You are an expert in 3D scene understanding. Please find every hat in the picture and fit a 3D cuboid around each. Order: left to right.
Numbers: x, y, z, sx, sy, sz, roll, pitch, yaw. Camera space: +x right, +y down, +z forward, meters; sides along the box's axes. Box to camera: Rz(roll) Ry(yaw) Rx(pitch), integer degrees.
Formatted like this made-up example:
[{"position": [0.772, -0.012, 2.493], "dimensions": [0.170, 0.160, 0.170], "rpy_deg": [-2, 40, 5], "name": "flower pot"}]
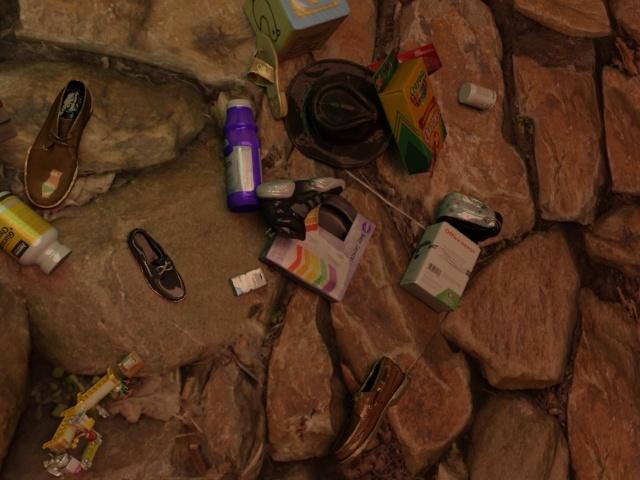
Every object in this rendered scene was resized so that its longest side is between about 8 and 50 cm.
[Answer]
[{"position": [0.068, -0.359, 1.452], "dimensions": [0.332, 0.134, 0.331], "rpy_deg": [0, 92, -11], "name": "hat"}]

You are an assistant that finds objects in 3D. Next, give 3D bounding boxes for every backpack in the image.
[{"position": [0.447, -0.069, 1.623], "dimensions": [0.182, 0.152, 0.115], "rpy_deg": [20, 68, -7], "name": "backpack"}]

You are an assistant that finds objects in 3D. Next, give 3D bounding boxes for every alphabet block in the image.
[{"position": [-0.068, -0.633, 1.447], "dimensions": [0.193, 0.197, 0.192], "rpy_deg": [-26, 92, -26], "name": "alphabet block"}]

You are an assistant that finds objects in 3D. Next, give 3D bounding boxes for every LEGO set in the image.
[{"position": [-0.475, 0.383, 1.145], "dimensions": [0.107, 0.132, 0.287], "rpy_deg": [55, 40, -25], "name": "LEGO set"}]

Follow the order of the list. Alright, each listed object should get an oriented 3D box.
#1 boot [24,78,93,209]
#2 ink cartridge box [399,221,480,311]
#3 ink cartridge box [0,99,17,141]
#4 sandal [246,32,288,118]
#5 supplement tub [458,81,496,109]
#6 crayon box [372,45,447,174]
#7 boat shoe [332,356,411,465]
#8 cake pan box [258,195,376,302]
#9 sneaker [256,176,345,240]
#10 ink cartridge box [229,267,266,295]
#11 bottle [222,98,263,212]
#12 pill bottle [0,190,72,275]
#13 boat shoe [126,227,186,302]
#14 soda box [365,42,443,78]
[{"position": [-0.592, -0.223, 1.189], "dimensions": [0.112, 0.115, 0.305], "rpy_deg": [16, 76, -23], "name": "boot"}, {"position": [0.358, 0.079, 1.573], "dimensions": [0.160, 0.093, 0.219], "rpy_deg": [36, 69, -15], "name": "ink cartridge box"}, {"position": [-0.728, -0.302, 1.074], "dimensions": [0.100, 0.237, 0.172], "rpy_deg": [-34, 96, -22], "name": "ink cartridge box"}, {"position": [-0.159, -0.446, 1.435], "dimensions": [0.079, 0.088, 0.239], "rpy_deg": [-17, 93, -32], "name": "sandal"}, {"position": [0.522, -0.479, 1.755], "dimensions": [0.107, 0.071, 0.070], "rpy_deg": [11, 77, -23], "name": "supplement tub"}, {"position": [0.264, -0.376, 1.514], "dimensions": [0.318, 0.081, 0.202], "rpy_deg": [60, 41, -33], "name": "crayon box"}, {"position": [0.114, 0.444, 1.402], "dimensions": [0.104, 0.111, 0.307], "rpy_deg": [48, 56, -6], "name": "boat shoe"}, {"position": [0.000, 0.000, 1.442], "dimensions": [0.246, 0.070, 0.266], "rpy_deg": [35, 69, -17], "name": "cake pan box"}, {"position": [-0.044, -0.082, 1.352], "dimensions": [0.269, 0.101, 0.153], "rpy_deg": [-12, 104, -39], "name": "sneaker"}, {"position": [-0.187, 0.106, 1.360], "dimensions": [0.083, 0.028, 0.048], "rpy_deg": [-21, 90, -25], "name": "ink cartridge box"}, {"position": [-0.201, -0.218, 1.359], "dimensions": [0.092, 0.118, 0.282], "rpy_deg": [-3, 83, -21], "name": "bottle"}, {"position": [-0.636, -0.011, 1.137], "dimensions": [0.184, 0.103, 0.103], "rpy_deg": [42, 67, -12], "name": "pill bottle"}, {"position": [-0.389, 0.060, 1.257], "dimensions": [0.075, 0.065, 0.206], "rpy_deg": [-36, 96, -25], "name": "boat shoe"}, {"position": [0.243, -0.521, 1.624], "dimensions": [0.263, 0.092, 0.083], "rpy_deg": [-27, 94, -25], "name": "soda box"}]
